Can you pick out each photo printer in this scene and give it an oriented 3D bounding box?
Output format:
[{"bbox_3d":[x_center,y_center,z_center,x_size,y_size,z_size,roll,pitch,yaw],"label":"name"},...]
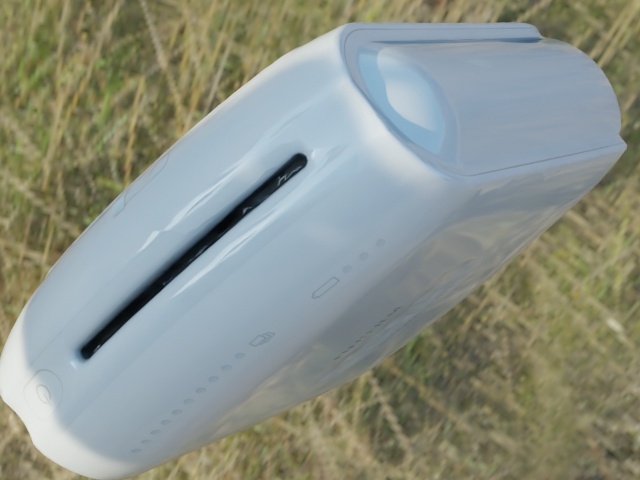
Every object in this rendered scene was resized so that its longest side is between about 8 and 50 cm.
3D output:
[{"bbox_3d":[0.000,0.000,0.825,0.107,0.256,0.307,54,25,11],"label":"photo printer"}]
